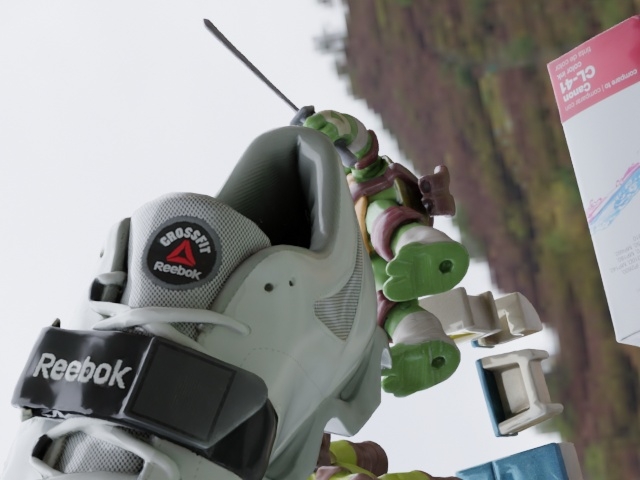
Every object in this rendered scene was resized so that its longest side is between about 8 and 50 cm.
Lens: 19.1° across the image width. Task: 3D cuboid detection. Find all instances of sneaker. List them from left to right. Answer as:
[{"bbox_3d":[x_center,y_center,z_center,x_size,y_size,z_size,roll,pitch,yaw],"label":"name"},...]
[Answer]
[{"bbox_3d":[-0.070,0.063,0.747,0.330,0.122,0.146,-56,-32,-53],"label":"sneaker"}]

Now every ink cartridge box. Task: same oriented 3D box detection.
[{"bbox_3d":[0.367,-0.047,1.891,0.226,0.131,0.306,13,-119,-47],"label":"ink cartridge box"}]

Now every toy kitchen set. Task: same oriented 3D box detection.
[{"bbox_3d":[0.147,0.163,1.855,0.166,0.122,0.207,9,-116,-57],"label":"toy kitchen set"}]

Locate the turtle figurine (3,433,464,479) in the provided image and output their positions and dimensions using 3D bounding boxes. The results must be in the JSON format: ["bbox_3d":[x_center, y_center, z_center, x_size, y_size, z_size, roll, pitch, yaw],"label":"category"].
[{"bbox_3d":[-0.032,0.132,1.071,0.217,0.269,0.087,17,-104,-48],"label":"turtle figurine"}]

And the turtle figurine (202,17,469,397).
[{"bbox_3d":[0.000,0.000,1.547,0.274,0.198,0.266,25,-164,-32],"label":"turtle figurine"}]
